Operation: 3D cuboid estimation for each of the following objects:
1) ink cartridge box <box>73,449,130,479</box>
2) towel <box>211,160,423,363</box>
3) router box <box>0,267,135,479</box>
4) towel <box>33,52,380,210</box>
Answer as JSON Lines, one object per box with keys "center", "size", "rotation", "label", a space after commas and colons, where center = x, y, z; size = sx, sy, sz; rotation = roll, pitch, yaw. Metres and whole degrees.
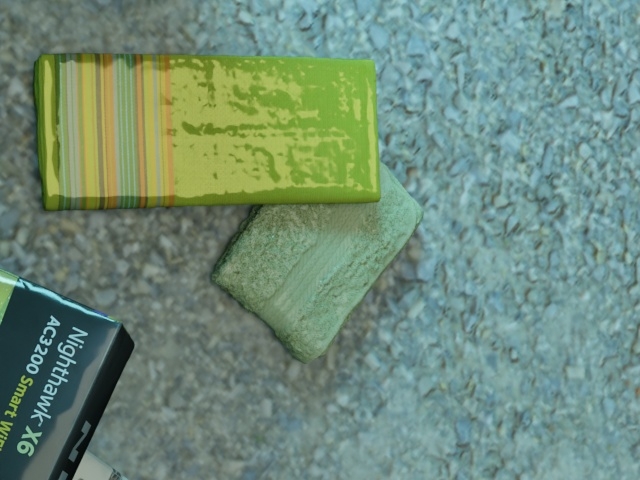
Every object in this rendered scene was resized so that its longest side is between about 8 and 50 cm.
{"center": [-0.150, 0.168, 1.170], "size": [0.135, 0.099, 0.056], "rotation": [39, 75, -20], "label": "ink cartridge box"}
{"center": [0.000, 0.000, 1.287], "size": [0.110, 0.027, 0.148], "rotation": [43, 72, -19], "label": "towel"}
{"center": [-0.281, 0.142, 1.058], "size": [0.243, 0.081, 0.309], "rotation": [23, 78, 5], "label": "router box"}
{"center": [-0.073, -0.072, 1.240], "size": [0.237, 0.021, 0.102], "rotation": [-1, 90, -21], "label": "towel"}
